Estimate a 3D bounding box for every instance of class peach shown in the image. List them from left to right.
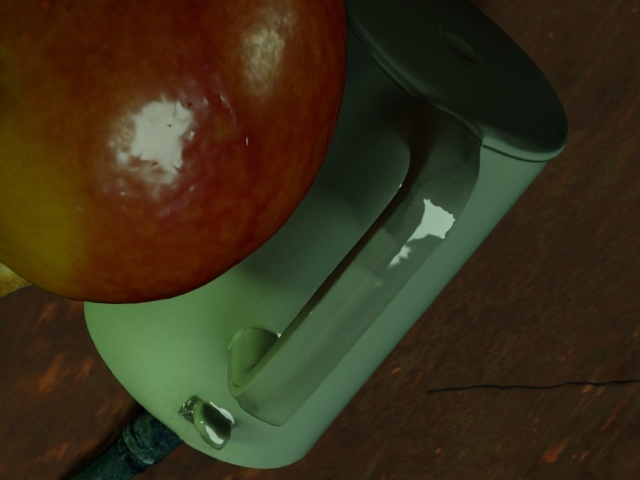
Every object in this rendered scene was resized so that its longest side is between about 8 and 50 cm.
[{"bbox_3d":[-0.114,-0.104,1.092,0.281,0.238,0.281,-9,131,-11],"label":"peach"}]

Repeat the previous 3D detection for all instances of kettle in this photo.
[{"bbox_3d":[-0.009,-0.012,1.272,0.318,0.205,0.265,-49,167,26],"label":"kettle"}]

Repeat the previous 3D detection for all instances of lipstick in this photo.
[{"bbox_3d":[-0.150,0.174,1.560,0.234,0.053,0.053,-42,141,21],"label":"lipstick"}]

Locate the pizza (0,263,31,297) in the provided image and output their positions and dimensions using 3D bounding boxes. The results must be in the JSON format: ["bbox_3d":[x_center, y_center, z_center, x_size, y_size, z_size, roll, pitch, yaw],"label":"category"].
[{"bbox_3d":[-0.286,0.016,1.278,0.271,0.056,0.134,-19,145,-10],"label":"pizza"}]
